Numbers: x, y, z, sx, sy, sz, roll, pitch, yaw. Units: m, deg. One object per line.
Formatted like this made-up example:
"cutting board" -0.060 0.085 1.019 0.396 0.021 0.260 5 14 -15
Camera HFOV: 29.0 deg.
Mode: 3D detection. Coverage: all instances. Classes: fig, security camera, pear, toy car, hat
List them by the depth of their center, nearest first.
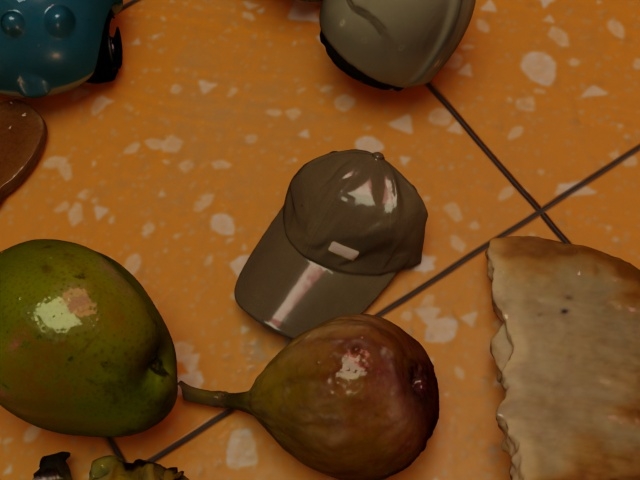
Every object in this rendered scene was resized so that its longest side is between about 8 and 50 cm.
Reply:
"pear" -0.232 0.095 1.169 0.220 0.187 0.187 28 68 24
"fig" -0.020 0.145 1.172 0.257 0.159 0.159 -1 61 23
"hat" 0.000 0.000 1.243 0.166 0.144 0.173 29 46 19
"security camera" 0.054 -0.293 1.349 0.197 0.191 0.277 -8 54 -51
"toy car" -0.319 -0.286 1.371 0.188 0.190 0.255 -3 61 4

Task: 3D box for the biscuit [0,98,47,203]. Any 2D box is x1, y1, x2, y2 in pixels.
"biscuit" -0.370 -0.099 1.370 0.118 0.023 0.140 33 70 19

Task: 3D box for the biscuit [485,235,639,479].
"biscuit" 0.261 0.120 1.173 0.204 0.040 0.309 0 48 0

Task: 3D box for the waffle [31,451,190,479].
"waffle" -0.256 0.295 0.999 0.382 0.380 0.095 -27 105 -25
